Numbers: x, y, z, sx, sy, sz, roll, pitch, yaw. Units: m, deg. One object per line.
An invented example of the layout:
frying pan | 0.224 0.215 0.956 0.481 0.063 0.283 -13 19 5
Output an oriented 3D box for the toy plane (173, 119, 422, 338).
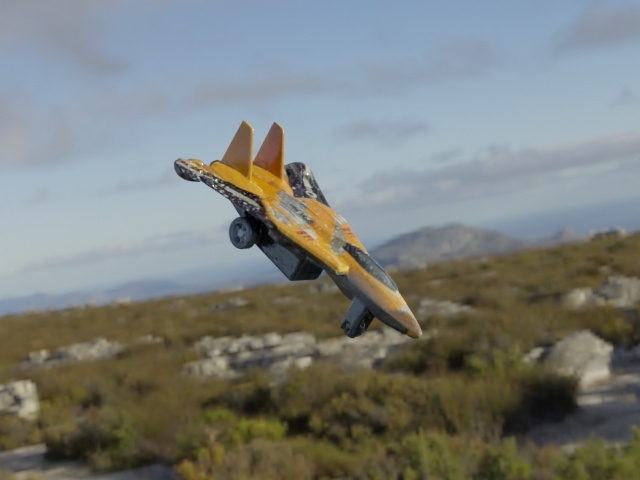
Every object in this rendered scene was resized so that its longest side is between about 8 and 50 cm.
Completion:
toy plane | -0.006 0.009 1.276 0.204 0.316 0.103 -3 -43 -50
